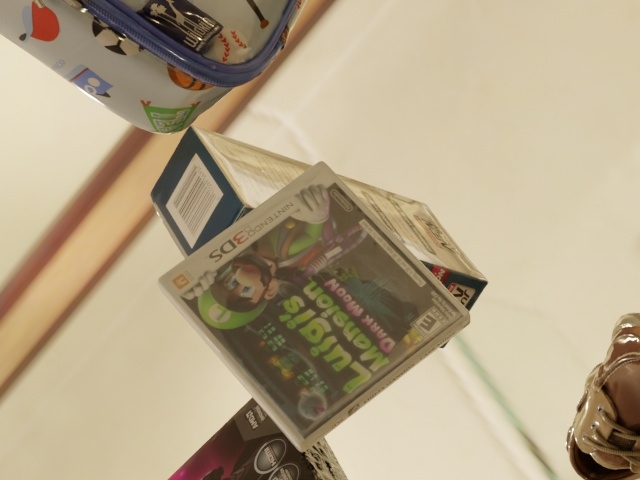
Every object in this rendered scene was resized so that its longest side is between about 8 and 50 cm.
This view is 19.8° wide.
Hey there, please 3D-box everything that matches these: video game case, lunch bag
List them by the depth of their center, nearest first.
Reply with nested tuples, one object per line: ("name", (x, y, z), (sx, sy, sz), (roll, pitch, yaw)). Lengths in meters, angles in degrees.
("lunch bag", (-0.108, -0.228, 1.128), (0.243, 0.115, 0.303), (36, -126, -17))
("video game case", (-0.007, 0.048, 1.461), (0.190, 0.173, 0.022), (47, 165, 24))

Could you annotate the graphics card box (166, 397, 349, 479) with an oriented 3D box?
("graphics card box", (-0.125, 0.348, 1.882), (0.094, 0.371, 0.233), (42, -171, -31))

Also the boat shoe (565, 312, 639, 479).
("boat shoe", (0.299, 0.162, 1.711), (0.123, 0.116, 0.324), (26, 162, 10))

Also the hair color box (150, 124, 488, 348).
("hair color box", (0.000, 0.000, 2.034), (0.347, 0.105, 0.174), (17, -155, -35))
